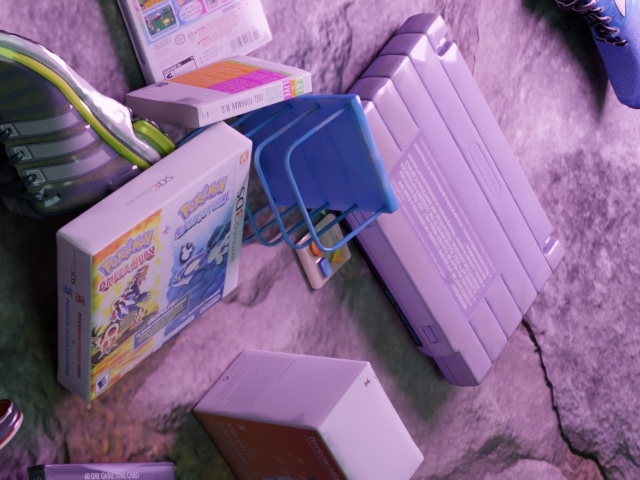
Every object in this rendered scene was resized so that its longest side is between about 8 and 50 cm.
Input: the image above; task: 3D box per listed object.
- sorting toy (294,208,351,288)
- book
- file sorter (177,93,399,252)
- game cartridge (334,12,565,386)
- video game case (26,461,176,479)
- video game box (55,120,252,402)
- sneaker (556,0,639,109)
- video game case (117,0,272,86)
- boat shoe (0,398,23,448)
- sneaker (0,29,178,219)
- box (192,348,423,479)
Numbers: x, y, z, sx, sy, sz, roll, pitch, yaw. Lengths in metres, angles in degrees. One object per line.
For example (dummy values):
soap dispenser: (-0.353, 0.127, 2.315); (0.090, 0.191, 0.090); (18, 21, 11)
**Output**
sorting toy: (0.000, 0.000, 1.639); (0.062, 0.012, 0.083); (-42, 120, -36)
book: (-0.091, -0.134, 1.455); (0.144, 0.096, 0.035); (-22, 115, -43)
file sorter: (-0.037, -0.061, 1.490); (0.104, 0.170, 0.118); (-37, 117, -34)
game cartridge: (0.130, -0.038, 1.740); (0.230, 0.068, 0.355); (-49, 124, -28)
video game case: (-0.170, 0.329, 1.384); (0.196, 0.026, 0.274); (13, 65, -61)
video game box: (-0.145, 0.018, 1.406); (0.205, 0.048, 0.187); (-39, 149, -37)
sneaker: (0.319, -0.300, 1.894); (0.147, 0.130, 0.330); (-32, 112, -24)
video game case: (-0.121, -0.226, 1.501); (0.157, 0.019, 0.143); (-34, 115, -38)
boat shoe: (-0.304, 0.167, 1.315); (0.137, 0.049, 0.043); (-36, 114, -33)
sneaker: (-0.242, -0.086, 1.325); (0.300, 0.111, 0.121); (32, 74, -40)
box: (-0.012, 0.184, 1.522); (0.091, 0.170, 0.130); (-49, 123, -32)
